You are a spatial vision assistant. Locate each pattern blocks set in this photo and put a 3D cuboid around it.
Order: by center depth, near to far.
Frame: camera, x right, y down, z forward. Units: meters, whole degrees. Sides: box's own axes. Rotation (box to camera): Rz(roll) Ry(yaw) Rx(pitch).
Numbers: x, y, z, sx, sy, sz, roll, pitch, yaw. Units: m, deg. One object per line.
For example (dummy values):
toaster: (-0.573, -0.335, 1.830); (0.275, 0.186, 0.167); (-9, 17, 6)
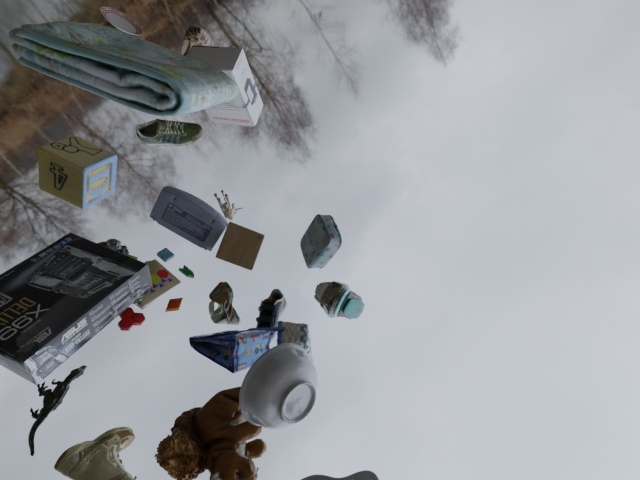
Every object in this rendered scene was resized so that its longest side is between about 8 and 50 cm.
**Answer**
pattern blocks set: (-0.594, 0.149, 1.411); (0.324, 0.285, 0.026); (-28, 155, -48)

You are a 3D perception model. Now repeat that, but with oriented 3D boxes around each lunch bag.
lunch bag: (-0.384, 0.435, 1.725); (0.293, 0.220, 0.138); (3, -90, 33)
lunch bag: (0.000, 0.000, 2.209); (0.279, 0.107, 0.224); (-54, -137, 39)

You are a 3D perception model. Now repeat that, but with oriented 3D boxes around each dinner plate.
dinner plate: (-0.685, -0.751, 1.421); (0.017, 0.141, 0.141); (-46, -155, 29)

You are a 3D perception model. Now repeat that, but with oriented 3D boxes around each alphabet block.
alphabet block: (-0.952, -0.271, 1.626); (0.192, 0.197, 0.194); (-60, 175, -58)

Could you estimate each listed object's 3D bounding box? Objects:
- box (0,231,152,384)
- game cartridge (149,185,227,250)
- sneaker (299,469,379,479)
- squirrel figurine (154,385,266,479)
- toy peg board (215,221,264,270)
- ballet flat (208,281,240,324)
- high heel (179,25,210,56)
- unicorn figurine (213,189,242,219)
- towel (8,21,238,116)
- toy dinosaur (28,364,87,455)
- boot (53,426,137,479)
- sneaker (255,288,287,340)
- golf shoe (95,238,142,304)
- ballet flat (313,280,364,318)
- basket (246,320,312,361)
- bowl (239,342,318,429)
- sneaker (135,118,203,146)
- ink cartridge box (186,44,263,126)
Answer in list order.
box: (-0.565, 0.124, 0.880); (0.242, 0.077, 0.307); (19, -141, 17)
game cartridge: (-0.544, -0.094, 1.717); (0.196, 0.294, 0.060); (-48, -163, 36)
sneaker: (0.029, 0.787, 1.249); (0.105, 0.295, 0.147); (-115, -143, -50)
squirrel figurine: (-0.403, 0.802, 1.556); (0.396, 0.281, 0.371); (-3, -146, -9)
toy peg board: (-0.342, 0.028, 1.753); (0.079, 0.160, 0.161); (153, -43, -73)
ballet flat: (-0.451, 0.316, 1.897); (0.124, 0.343, 0.116); (-33, -117, -24)
high heel: (-0.478, -0.666, 1.512); (0.261, 0.093, 0.187); (18, -92, 65)
unicorn figurine: (-0.317, -0.114, 1.402); (0.060, 0.111, 0.162); (-18, -150, 5)
towel: (-0.406, -0.387, 0.920); (0.321, 0.374, 0.090); (-68, 180, -61)
toy dinosaur: (-0.830, 0.496, 1.256); (0.118, 0.064, 0.268); (-1, -127, 30)
boot: (-0.605, 0.663, 1.215); (0.203, 0.262, 0.095); (29, -91, 19)
sneaker: (-0.267, 0.382, 2.117); (0.126, 0.128, 0.321); (-4, -147, 17)
golf shoe: (-0.619, 0.100, 1.244); (0.120, 0.273, 0.105); (-7, -134, -1)
ballet flat: (0.069, 0.266, 1.882); (0.181, 0.483, 0.164); (28, -95, 22)
basket: (-0.187, 0.497, 1.898); (0.288, 0.255, 0.201); (-6, -151, 4)
bowl: (-0.109, 0.506, 1.367); (0.134, 0.298, 0.298); (19, -117, 48)
sneaker: (-0.457, -0.327, 1.234); (0.191, 0.086, 0.065); (-7, -104, 2)
ink cartridge box: (-0.303, -0.487, 1.318); (0.171, 0.237, 0.100); (9, -114, 14)
